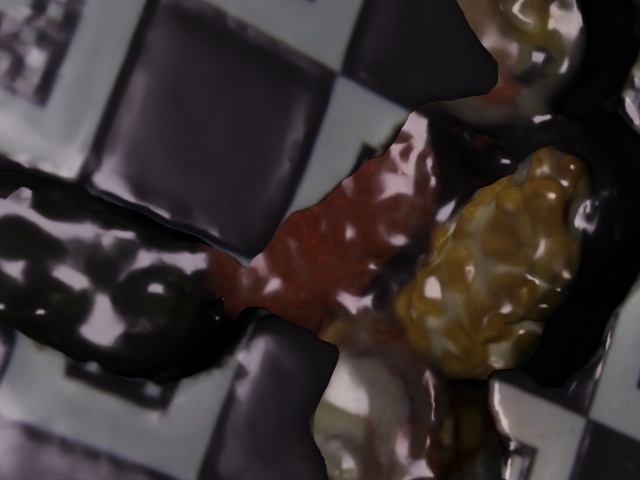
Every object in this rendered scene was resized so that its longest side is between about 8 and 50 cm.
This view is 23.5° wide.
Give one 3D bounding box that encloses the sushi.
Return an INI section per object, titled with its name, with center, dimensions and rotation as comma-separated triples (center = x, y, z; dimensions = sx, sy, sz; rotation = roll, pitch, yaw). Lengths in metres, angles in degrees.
[sushi]
center = 0.000, 0.000, 0.475
dimensions = 0.359, 0.064, 0.343
rotation = 25, 77, -28
